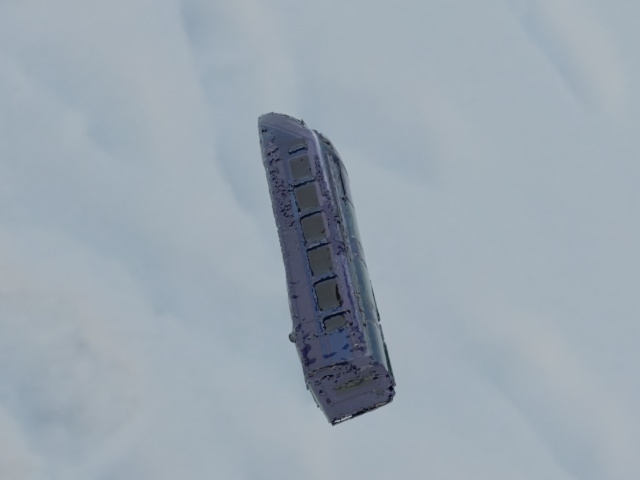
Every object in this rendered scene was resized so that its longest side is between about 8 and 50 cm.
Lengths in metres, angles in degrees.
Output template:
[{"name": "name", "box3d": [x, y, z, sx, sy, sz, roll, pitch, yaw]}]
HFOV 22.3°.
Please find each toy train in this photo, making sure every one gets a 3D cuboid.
[{"name": "toy train", "box3d": [0.000, 0.000, 0.335, 0.083, 0.017, 0.017, -102, 167, -46]}]
